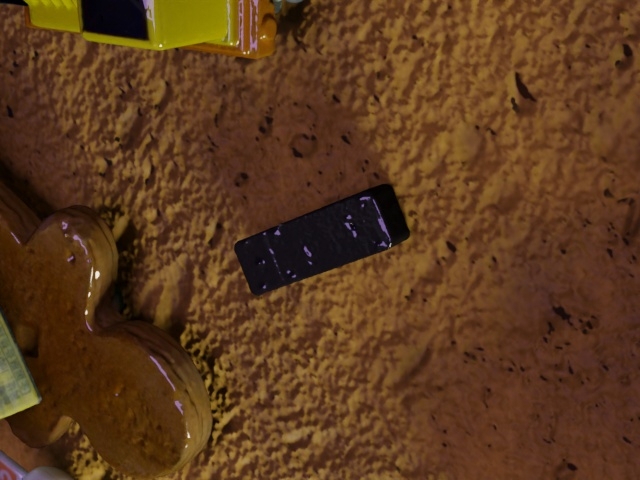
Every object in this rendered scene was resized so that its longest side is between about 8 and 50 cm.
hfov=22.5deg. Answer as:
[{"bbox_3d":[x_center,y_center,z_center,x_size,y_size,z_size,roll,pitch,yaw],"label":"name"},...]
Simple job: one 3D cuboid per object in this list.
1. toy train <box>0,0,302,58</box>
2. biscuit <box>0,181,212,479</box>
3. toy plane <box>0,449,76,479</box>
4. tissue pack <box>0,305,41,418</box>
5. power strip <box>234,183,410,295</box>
[{"bbox_3d":[-0.111,-0.155,0.921,0.219,0.127,0.089,13,110,31],"label":"toy train"},{"bbox_3d":[-0.187,0.048,1.085,0.301,0.049,0.197,36,130,23],"label":"biscuit"},{"bbox_3d":[-0.211,0.261,1.124,0.245,0.117,0.244,10,109,31],"label":"toy plane"},{"bbox_3d":[-0.314,0.022,1.091,0.185,0.081,0.257,-19,96,42],"label":"tissue pack"},{"bbox_3d":[0.000,0.000,0.950,0.111,0.029,0.038,-20,91,35],"label":"power strip"}]
